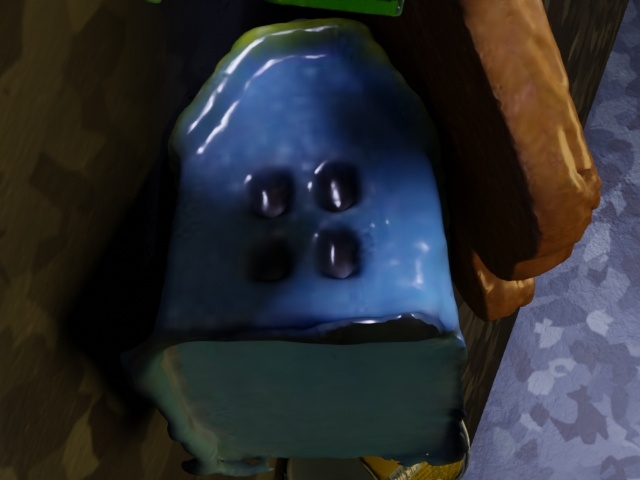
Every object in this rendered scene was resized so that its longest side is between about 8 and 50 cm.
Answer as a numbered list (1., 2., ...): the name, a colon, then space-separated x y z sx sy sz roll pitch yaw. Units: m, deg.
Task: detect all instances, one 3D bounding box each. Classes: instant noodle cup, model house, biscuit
1. instant noodle cup: 0.055 0.246 1.311 0.144 0.182 0.182 -36 142 -46
2. model house: 0.000 0.000 0.856 0.237 0.215 0.303 77 15 -57
3. biscuit: 0.081 -0.130 0.829 0.078 0.350 0.455 -29 168 -7

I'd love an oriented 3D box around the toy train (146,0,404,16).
1. toy train: -0.054 -0.172 0.549 0.243 0.188 0.132 -22 125 -68
